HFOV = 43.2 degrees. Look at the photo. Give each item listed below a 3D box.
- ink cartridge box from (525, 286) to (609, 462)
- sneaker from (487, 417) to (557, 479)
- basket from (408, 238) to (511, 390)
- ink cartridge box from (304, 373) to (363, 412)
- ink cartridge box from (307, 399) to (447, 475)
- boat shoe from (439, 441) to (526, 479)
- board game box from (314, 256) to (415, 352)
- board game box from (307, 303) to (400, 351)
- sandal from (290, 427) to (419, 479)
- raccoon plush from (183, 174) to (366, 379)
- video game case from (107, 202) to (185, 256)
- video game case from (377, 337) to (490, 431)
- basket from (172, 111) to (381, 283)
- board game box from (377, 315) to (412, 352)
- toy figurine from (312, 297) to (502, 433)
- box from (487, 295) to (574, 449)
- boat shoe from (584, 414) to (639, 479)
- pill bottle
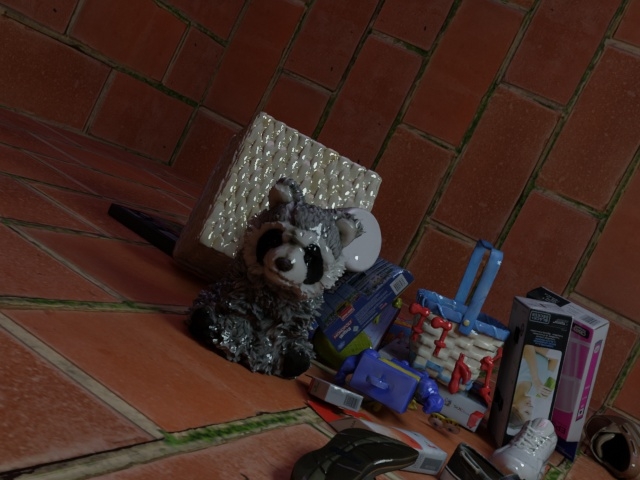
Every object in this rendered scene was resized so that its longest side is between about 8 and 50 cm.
[{"bbox_3d":[0.502,0.301,1.761,0.069,0.371,0.175,-18,33,-34],"label":"ink cartridge box"},{"bbox_3d":[0.362,0.363,1.421,0.090,0.115,0.232,28,5,22],"label":"sneaker"},{"bbox_3d":[0.293,0.141,1.654,0.201,0.289,0.255,18,8,5],"label":"basket"},{"bbox_3d":[0.015,0.245,1.301,0.063,0.029,0.115,25,-10,-20],"label":"ink cartridge box"},{"bbox_3d":[0.085,0.284,1.223,0.145,0.045,0.179,23,8,-42],"label":"ink cartridge box"},{"bbox_3d":[0.262,0.364,1.137,0.219,0.070,0.077,31,6,42],"label":"boat shoe"},{"bbox_3d":[0.043,0.090,1.496,0.060,0.194,0.194,55,-15,-30],"label":"board game box"},{"bbox_3d":[0.070,0.176,1.712,0.145,0.027,0.281,21,25,12],"label":"board game box"},{"bbox_3d":[0.039,0.279,0.969,0.090,0.060,0.219,22,16,28],"label":"sandal"},{"bbox_3d":[-0.091,0.034,1.408,0.216,0.299,0.446,25,5,-19],"label":"raccoon plush"},{"bbox_3d":[-0.352,-0.002,2.002,0.275,0.035,0.248,29,5,33],"label":"video game case"},{"bbox_3d":[0.241,0.304,1.743,0.244,0.061,0.269,26,5,13],"label":"video game case"},{"bbox_3d":[-0.095,-0.044,1.728,0.328,0.331,0.266,27,-14,-11],"label":"basket"},{"bbox_3d":[0.064,0.178,1.991,0.302,0.086,0.308,30,6,37],"label":"board game box"},{"bbox_3d":[0.116,0.208,1.425,0.362,0.191,0.217,27,9,23],"label":"toy figurine"},{"bbox_3d":[0.412,0.268,1.609,0.087,0.290,0.169,11,4,2],"label":"box"},{"bbox_3d":[0.717,0.493,1.956,0.116,0.123,0.324,24,3,-10],"label":"boat shoe"},{"bbox_3d":[0.000,0.000,1.492,0.208,0.118,0.117,-1,-17,45],"label":"pill bottle"}]
